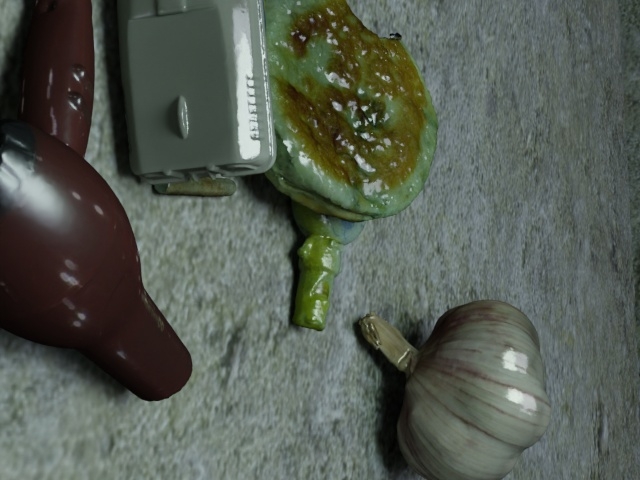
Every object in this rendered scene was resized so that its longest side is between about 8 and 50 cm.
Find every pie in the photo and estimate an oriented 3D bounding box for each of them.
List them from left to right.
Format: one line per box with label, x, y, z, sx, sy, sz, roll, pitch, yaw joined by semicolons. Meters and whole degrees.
pie;0.016;-0.155;1.146;0.302;0.067;0.302;22;57;-38

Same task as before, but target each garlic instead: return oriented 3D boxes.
garlic;0.145;0.163;1.309;0.253;0.245;0.245;29;53;-14

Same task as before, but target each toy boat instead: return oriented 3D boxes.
toy boat;-0.101;-0.182;0.936;0.141;0.141;0.269;21;65;-59

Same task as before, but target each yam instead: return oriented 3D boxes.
yam;-0.114;-0.050;1.003;0.116;0.021;0.021;-3;88;-62

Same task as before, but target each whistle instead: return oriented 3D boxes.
whistle;0.000;0.000;1.178;0.104;0.057;0.198;26;70;-46

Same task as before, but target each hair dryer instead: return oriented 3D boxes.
hair dryer;-0.181;-0.070;0.836;0.312;0.123;0.340;57;27;-57
